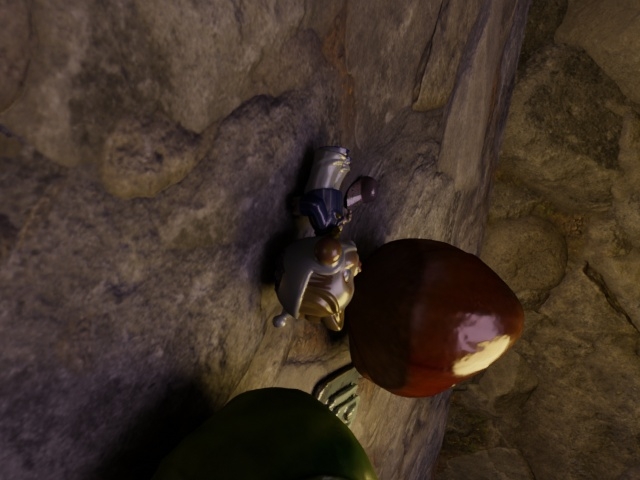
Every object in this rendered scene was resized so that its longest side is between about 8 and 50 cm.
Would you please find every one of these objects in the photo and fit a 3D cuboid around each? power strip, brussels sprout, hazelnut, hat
[{"bbox_3d":[0.043,0.393,1.105,0.213,0.065,0.198,-9,115,-61],"label":"power strip"},{"bbox_3d":[-0.062,0.378,0.599,0.425,0.342,0.361,-37,142,-65],"label":"brussels sprout"},{"bbox_3d":[0.222,0.157,1.005,0.372,0.372,0.315,39,50,-61],"label":"hazelnut"},{"bbox_3d":[0.083,-0.084,0.937,0.087,0.042,0.058,-56,147,-29],"label":"hat"}]

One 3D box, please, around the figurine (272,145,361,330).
[{"bbox_3d":[-0.001,-0.005,0.750,0.194,0.133,0.274,-60,153,-75],"label":"figurine"}]
